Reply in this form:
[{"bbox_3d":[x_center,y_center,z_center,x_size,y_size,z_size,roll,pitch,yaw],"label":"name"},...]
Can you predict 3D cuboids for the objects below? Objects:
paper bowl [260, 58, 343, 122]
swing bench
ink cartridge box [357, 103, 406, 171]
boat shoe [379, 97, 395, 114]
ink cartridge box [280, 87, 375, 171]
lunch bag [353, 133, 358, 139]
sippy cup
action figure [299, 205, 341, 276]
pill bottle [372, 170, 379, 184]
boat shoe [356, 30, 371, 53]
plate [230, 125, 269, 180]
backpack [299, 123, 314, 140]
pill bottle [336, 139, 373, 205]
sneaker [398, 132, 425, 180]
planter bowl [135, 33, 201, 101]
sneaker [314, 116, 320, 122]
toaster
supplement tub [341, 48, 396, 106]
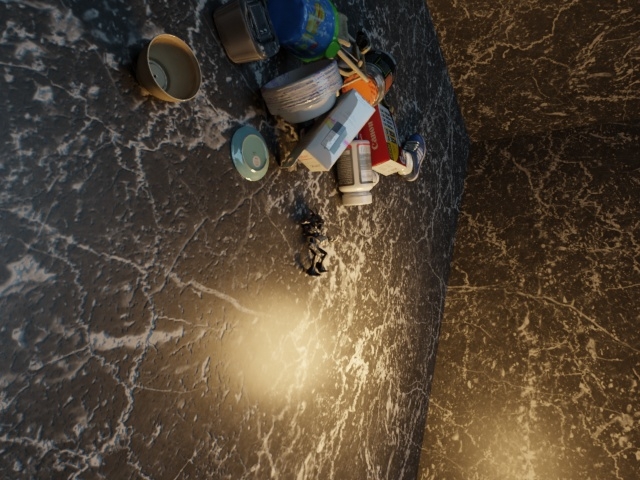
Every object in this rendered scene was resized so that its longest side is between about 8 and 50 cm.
[{"bbox_3d":[-0.057,-0.522,1.442,0.284,0.284,0.148,-54,131,-42],"label":"paper bowl"},{"bbox_3d":[0.074,-0.794,1.686,0.255,0.165,0.253,50,30,-44],"label":"swing bench"},{"bbox_3d":[0.295,-0.512,2.047,0.272,0.130,0.309,4,72,-55],"label":"ink cartridge box"},{"bbox_3d":[0.341,-0.705,2.213,0.285,0.089,0.105,19,73,-55],"label":"boat shoe"},{"bbox_3d":[0.019,-0.369,1.489,0.119,0.207,0.353,39,86,-19],"label":"ink cartridge box"},{"bbox_3d":[0.109,-0.545,1.869,0.151,0.096,0.129,21,74,-39],"label":"lunch bag"},{"bbox_3d":[-0.079,-0.770,1.431,0.224,0.305,0.240,-37,132,-62],"label":"sippy cup"},{"bbox_3d":[0.000,0.000,1.644,0.164,0.141,0.276,-10,100,-54],"label":"action figure"},{"bbox_3d":[0.226,-0.307,2.026,0.169,0.094,0.094,-18,104,-55],"label":"pill bottle"},{"bbox_3d":[0.167,-0.801,1.636,0.049,0.056,0.152,41,25,-35],"label":"boat shoe"},{"bbox_3d":[-0.234,-0.302,1.405,0.188,0.024,0.188,5,84,-57],"label":"plate"},{"bbox_3d":[0.010,-0.405,1.688,0.173,0.117,0.158,-20,105,-54],"label":"backpack"},{"bbox_3d":[0.157,-0.308,1.865,0.161,0.161,0.283,-16,102,-55],"label":"pill bottle"},{"bbox_3d":[0.539,-0.540,2.465,0.236,0.130,0.323,26,73,-57],"label":"sneaker"},{"bbox_3d":[-0.413,-0.440,1.067,0.162,0.109,0.162,4,85,-56],"label":"planter bowl"},{"bbox_3d":[-0.008,-0.551,1.683,0.282,0.102,0.161,3,89,-56],"label":"sneaker"},{"bbox_3d":[-0.241,-0.680,1.296,0.129,0.146,0.227,-52,131,-44],"label":"toaster"},{"bbox_3d":[0.230,-0.760,1.926,0.338,0.207,0.207,-58,134,-46],"label":"supplement tub"}]
